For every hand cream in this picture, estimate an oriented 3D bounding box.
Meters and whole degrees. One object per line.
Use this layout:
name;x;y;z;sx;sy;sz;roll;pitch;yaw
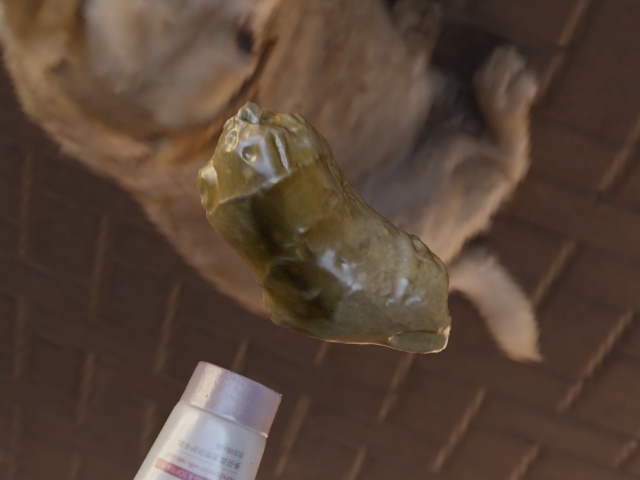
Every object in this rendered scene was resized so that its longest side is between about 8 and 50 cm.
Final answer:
hand cream;-0.122;0.231;1.659;0.133;0.247;0.083;19;169;15

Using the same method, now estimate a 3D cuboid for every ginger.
ginger;0.001;0.000;1.056;0.095;0.069;0.190;-22;118;36
